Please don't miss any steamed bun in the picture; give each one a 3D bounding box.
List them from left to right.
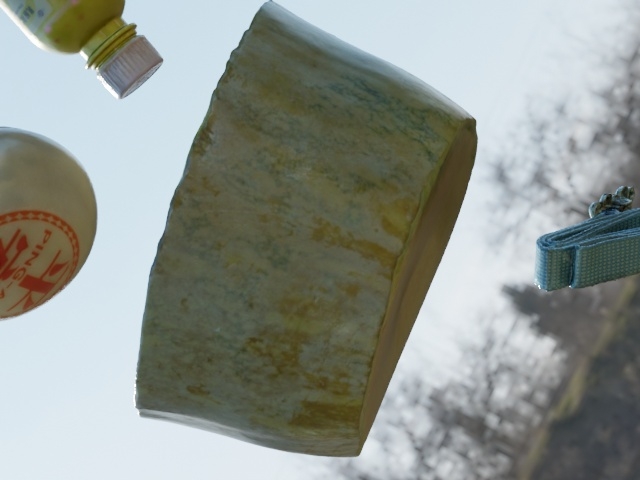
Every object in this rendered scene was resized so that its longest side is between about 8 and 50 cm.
[{"bbox_3d":[-0.343,-0.002,1.778,0.232,0.145,0.231,-17,-40,-14],"label":"steamed bun"}]

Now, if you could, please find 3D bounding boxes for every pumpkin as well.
[{"bbox_3d":[0.000,0.000,1.270,0.332,0.199,0.332,14,-90,-86],"label":"pumpkin"}]

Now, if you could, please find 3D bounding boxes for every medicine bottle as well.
[{"bbox_3d":[-0.264,-0.251,1.813,0.122,0.212,0.122,-42,1,1],"label":"medicine bottle"}]

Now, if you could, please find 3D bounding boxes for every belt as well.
[{"bbox_3d":[0.259,0.001,1.553,0.179,0.100,0.065,-12,-65,-34],"label":"belt"}]
